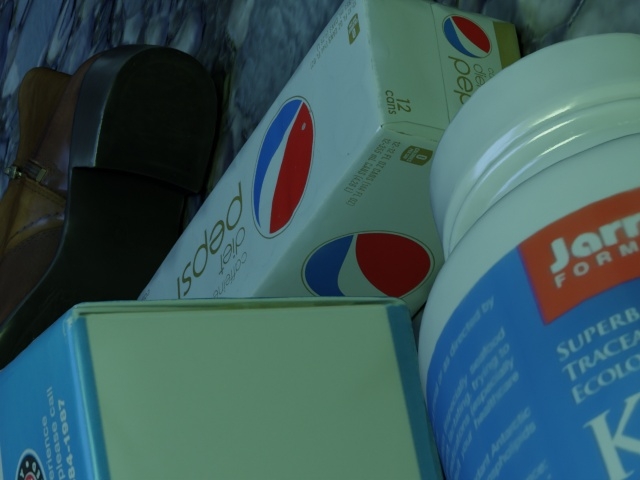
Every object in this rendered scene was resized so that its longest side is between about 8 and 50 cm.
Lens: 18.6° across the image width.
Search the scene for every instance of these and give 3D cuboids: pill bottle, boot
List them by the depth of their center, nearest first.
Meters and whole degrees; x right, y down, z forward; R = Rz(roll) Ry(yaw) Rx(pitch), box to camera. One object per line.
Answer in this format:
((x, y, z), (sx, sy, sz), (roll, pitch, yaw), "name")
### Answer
((0.092, 0.051, 0.467), (0.124, 0.124, 0.221), (-60, 30, 34), "pill bottle")
((-0.164, 0.018, 1.090), (0.280, 0.096, 0.264), (1, 79, 67), "boot")

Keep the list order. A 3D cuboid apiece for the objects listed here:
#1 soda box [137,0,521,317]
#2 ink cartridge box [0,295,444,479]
((0.000, 0.000, 0.767), (0.216, 0.069, 0.074), (-53, 34, 45), "soda box")
((-0.072, 0.172, 0.713), (0.307, 0.129, 0.223), (-37, 60, 55), "ink cartridge box")
